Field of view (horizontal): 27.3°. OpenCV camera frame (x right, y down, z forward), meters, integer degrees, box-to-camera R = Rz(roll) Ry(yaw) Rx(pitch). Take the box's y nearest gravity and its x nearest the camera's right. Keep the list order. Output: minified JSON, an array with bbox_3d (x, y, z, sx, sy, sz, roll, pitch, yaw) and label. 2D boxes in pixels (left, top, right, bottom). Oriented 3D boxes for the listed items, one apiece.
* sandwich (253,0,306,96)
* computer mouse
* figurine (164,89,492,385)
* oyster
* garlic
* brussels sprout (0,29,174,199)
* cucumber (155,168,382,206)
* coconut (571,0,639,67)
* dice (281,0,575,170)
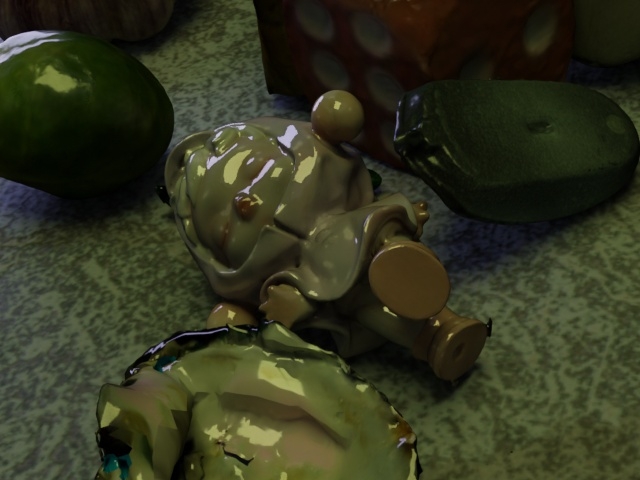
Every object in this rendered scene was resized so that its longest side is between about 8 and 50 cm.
[{"bbox_3d":[-0.021,-0.276,1.181,0.087,0.251,0.226,-6,37,7],"label":"sandwich"},{"bbox_3d":[0.139,-0.062,0.976,0.229,0.068,0.113,-5,57,-31],"label":"computer mouse"},{"bbox_3d":[0.000,0.000,0.918,0.276,0.133,0.200,33,99,42],"label":"figurine"},{"bbox_3d":[-0.056,0.140,0.792,0.198,0.092,0.259,-32,52,-24],"label":"oyster"},{"bbox_3d":[-0.239,-0.298,1.352,0.244,0.160,0.245,-12,44,11],"label":"garlic"},{"bbox_3d":[-0.216,-0.108,1.107,0.180,0.144,0.161,-4,22,9],"label":"brussels sprout"},{"bbox_3d":[-0.042,-0.043,1.067,0.184,0.033,0.036,-7,12,7],"label":"cucumber"},{"bbox_3d":[0.266,-0.253,1.120,0.202,0.222,0.202,21,7,-2],"label":"coconut"},{"bbox_3d":[0.090,-0.171,1.077,0.174,0.175,0.179,25,50,38],"label":"dice"}]
